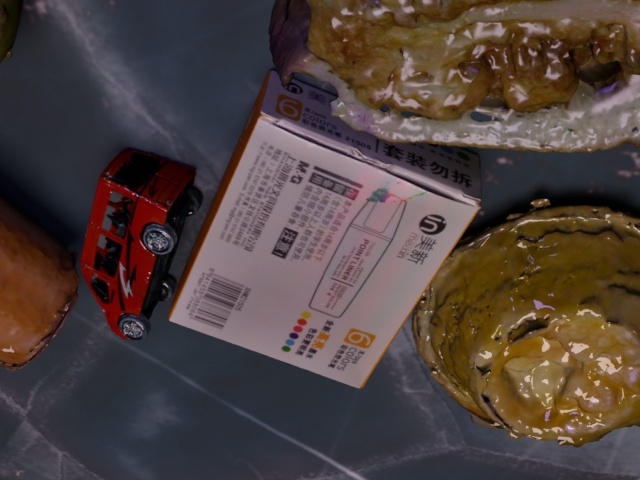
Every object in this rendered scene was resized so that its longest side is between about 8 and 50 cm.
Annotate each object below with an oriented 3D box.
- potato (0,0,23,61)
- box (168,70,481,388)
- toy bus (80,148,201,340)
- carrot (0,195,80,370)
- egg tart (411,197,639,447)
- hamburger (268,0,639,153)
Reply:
[{"bbox_3d":[-0.324,-0.254,0.764,0.176,0.141,0.298,-6,128,8],"label":"potato"},{"bbox_3d":[0.000,0.000,0.951,0.221,0.091,0.274,22,128,-11],"label":"box"},{"bbox_3d":[-0.184,0.009,0.995,0.089,0.081,0.195,23,128,2],"label":"toy bus"},{"bbox_3d":[-0.371,-0.004,0.971,0.254,0.196,0.196,32,127,-30],"label":"carrot"},{"bbox_3d":[0.239,0.108,0.986,0.315,0.120,0.315,5,129,6],"label":"egg tart"},{"bbox_3d":[0.117,-0.196,0.663,0.318,0.277,0.195,0,133,2],"label":"hamburger"}]
